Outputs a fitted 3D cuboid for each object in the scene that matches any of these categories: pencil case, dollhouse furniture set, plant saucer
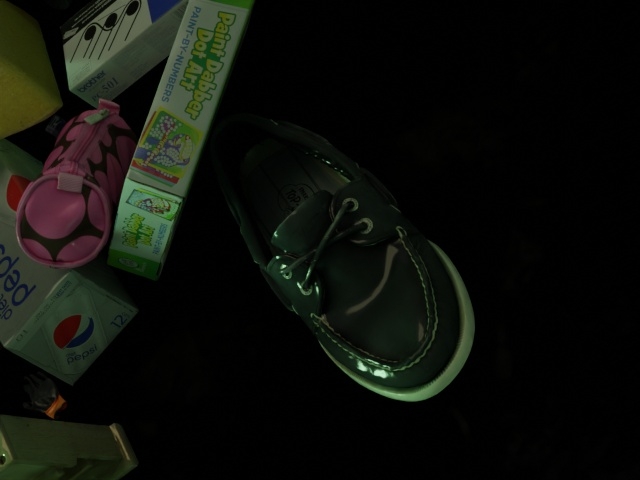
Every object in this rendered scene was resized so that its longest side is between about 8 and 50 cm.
[{"bbox_3d":[-0.213,-0.052,1.744,0.209,0.095,0.098,-88,21,-69],"label":"pencil case"},{"bbox_3d":[-0.198,0.272,1.575,0.212,0.161,0.242,-37,65,21],"label":"dollhouse furniture set"},{"bbox_3d":[-0.434,-0.143,1.933,0.332,0.081,0.333,-24,25,-3],"label":"plant saucer"}]

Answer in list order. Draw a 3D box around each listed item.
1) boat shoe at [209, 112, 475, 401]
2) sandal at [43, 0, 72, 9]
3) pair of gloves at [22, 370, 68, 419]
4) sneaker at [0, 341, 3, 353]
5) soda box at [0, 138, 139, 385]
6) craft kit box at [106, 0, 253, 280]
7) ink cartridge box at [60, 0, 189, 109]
[{"bbox_3d":[0.003,-0.003,1.546,0.127,0.113,0.340,-44,41,13],"label":"boat shoe"},{"bbox_3d":[-0.310,-0.293,2.096,0.040,0.067,0.179,-47,37,-7],"label":"sandal"},{"bbox_3d":[-0.267,0.161,1.781,0.083,0.010,0.074,-55,39,-1],"label":"pair of gloves"},{"bbox_3d":[-0.358,0.089,1.885,0.158,0.061,0.065,-4,68,44],"label":"sneaker"},{"bbox_3d":[-0.277,0.007,1.833,0.098,0.091,0.286,-48,40,8],"label":"soda box"},{"bbox_3d":[-0.113,-0.115,1.678,0.246,0.061,0.250,127,162,-69],"label":"craft kit box"},{"bbox_3d":[-0.163,-0.227,1.917,0.207,0.046,0.097,-36,44,22],"label":"ink cartridge box"}]
